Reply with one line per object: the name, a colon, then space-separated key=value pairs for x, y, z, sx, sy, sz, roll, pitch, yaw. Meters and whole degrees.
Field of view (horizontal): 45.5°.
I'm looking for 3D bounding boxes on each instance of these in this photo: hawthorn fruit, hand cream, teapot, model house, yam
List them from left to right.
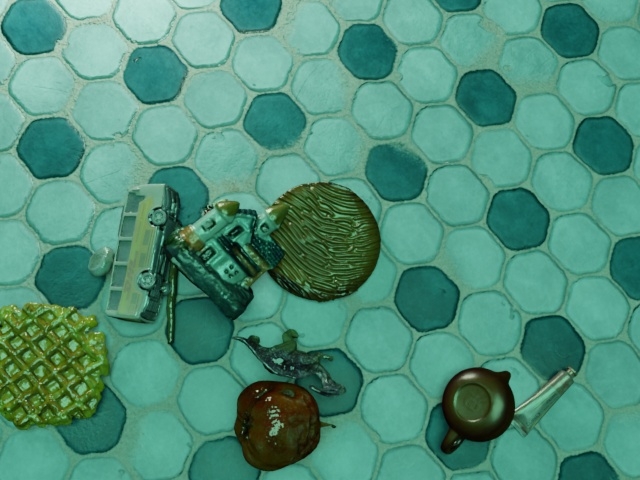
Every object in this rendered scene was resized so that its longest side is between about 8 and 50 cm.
yam: x=-0.370 y=0.142 z=1.910 sx=0.029 sy=0.027 sz=0.234 roll=-6 pitch=76 yaw=27
model house: x=-0.192 y=0.006 z=1.836 sx=0.291 sy=0.184 sz=0.253 roll=-42 pitch=99 yaw=-3
hawthorn fruit: x=-0.071 y=0.428 z=1.794 sx=0.243 sy=0.207 sz=0.208 roll=4 pitch=76 yaw=-25
teapot: x=0.381 y=0.420 z=1.865 sx=0.178 sy=0.135 sz=0.252 roll=38 pitch=96 yaw=38
hand cream: x=0.562 y=0.398 z=1.922 sx=0.209 sy=0.043 sz=0.067 roll=-43 pitch=84 yaw=-7

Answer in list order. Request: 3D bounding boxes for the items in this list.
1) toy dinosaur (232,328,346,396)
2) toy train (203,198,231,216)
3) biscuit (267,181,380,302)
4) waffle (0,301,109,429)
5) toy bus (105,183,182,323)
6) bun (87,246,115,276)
toy dinosaur: x=-0.069 y=0.283 z=1.832 sx=0.294 sy=0.162 sz=0.077 roll=17 pitch=108 yaw=0
toy train: x=-0.244 y=-0.035 z=1.949 sx=0.087 sy=0.050 sz=0.138 roll=-23 pitch=80 yaw=-12
biscuit: x=0.000 y=0.000 z=1.966 sx=0.317 sy=0.040 sz=0.318 roll=1 pitch=77 yaw=-5
waffle: x=-0.670 y=0.301 z=1.832 sx=0.324 sy=0.068 sz=0.302 roll=3 pitch=77 yaw=-2
toy bus: x=-0.434 y=0.032 z=1.890 sx=0.138 sy=0.097 sz=0.343 roll=2 pitch=77 yaw=17
bun: x=-0.541 y=0.055 z=1.899 sx=0.045 sy=0.083 sz=0.083 roll=38 pitch=73 yaw=-37
